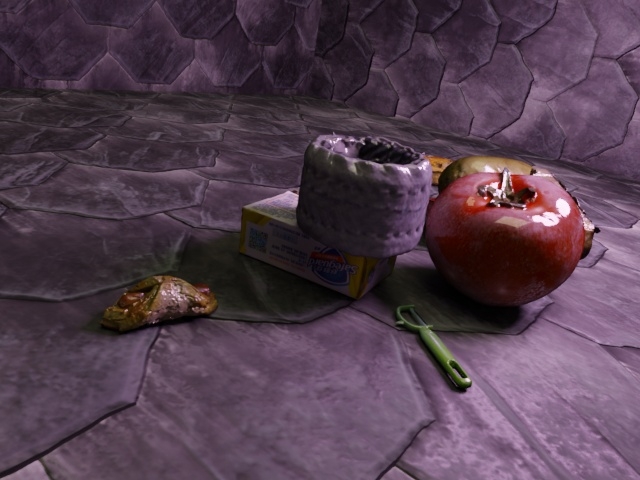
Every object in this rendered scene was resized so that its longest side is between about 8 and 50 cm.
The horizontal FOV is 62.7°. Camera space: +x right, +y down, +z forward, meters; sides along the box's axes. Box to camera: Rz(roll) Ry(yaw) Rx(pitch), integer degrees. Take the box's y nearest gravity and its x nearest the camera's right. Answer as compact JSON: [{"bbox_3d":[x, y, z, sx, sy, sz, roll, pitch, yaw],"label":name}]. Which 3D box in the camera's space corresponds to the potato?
[{"bbox_3d":[0.466,-0.143,1.439,0.308,0.173,0.210,4,-9,-14],"label":"potato"}]

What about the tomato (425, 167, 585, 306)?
[{"bbox_3d":[0.331,0.001,0.958,0.271,0.226,0.270,-5,34,4],"label":"tomato"}]

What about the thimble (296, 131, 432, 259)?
[{"bbox_3d":[0.071,-0.086,0.892,0.217,0.157,0.245,6,22,-12],"label":"thimble"}]

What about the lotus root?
[{"bbox_3d":[0.549,-0.044,1.248,0.075,0.170,0.260,0,32,-5],"label":"lotus root"}]

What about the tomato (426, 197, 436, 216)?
[{"bbox_3d":[0.355,-0.040,1.253,0.228,0.101,0.228,10,13,-2],"label":"tomato"}]

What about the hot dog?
[{"bbox_3d":[-0.224,0.080,0.741,0.169,0.061,0.078,-7,26,-37],"label":"hot dog"}]

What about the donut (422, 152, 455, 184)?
[{"bbox_3d":[0.385,-0.239,1.799,0.146,0.078,0.181,12,28,9],"label":"donut"}]

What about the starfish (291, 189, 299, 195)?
[{"bbox_3d":[0.039,-0.092,1.322,0.241,0.043,0.227,25,27,29],"label":"starfish"}]

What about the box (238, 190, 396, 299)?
[{"bbox_3d":[0.000,0.000,0.990,0.265,0.097,0.168,20,23,23],"label":"box"}]

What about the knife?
[{"bbox_3d":[0.161,0.152,0.788,0.055,0.015,0.212,2,23,-17],"label":"knife"}]
